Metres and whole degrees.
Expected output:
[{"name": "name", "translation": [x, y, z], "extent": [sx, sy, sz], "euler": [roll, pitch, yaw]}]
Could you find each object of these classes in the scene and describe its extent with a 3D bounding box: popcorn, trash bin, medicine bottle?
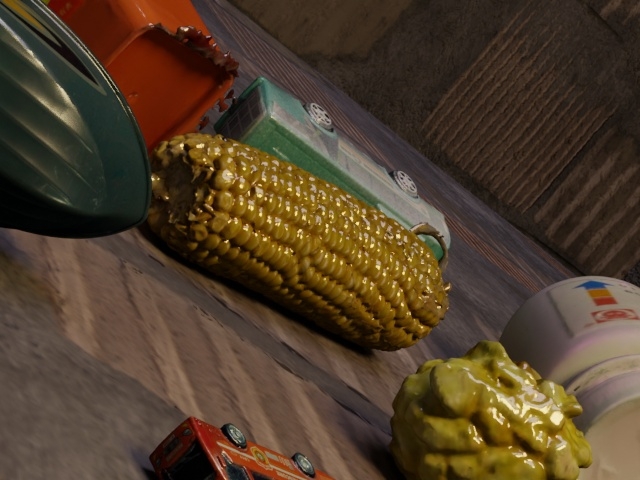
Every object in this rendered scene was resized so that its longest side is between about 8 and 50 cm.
[{"name": "popcorn", "translation": [0.101, 0.117, 0.842], "extent": [0.120, 0.116, 0.106], "euler": [-2, 2, 0]}, {"name": "trash bin", "translation": [-0.169, -0.164, 0.977], "extent": [0.239, 0.161, 0.184], "euler": [54, 15, 26]}, {"name": "medicine bottle", "translation": [0.230, 0.135, 1.069], "extent": [0.170, 0.170, 0.293], "euler": [39, 8, -6]}]

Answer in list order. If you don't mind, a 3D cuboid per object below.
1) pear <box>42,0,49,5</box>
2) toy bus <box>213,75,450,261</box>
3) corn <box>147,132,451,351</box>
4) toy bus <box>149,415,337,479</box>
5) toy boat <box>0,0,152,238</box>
[{"name": "pear", "translation": [-0.234, -0.196, 0.760], "extent": [0.187, 0.187, 0.219], "euler": [47, 9, 34]}, {"name": "toy bus", "translation": [0.016, -0.051, 1.366], "extent": [0.261, 0.091, 0.109], "euler": [35, 21, -24]}, {"name": "corn", "translation": [-0.007, 0.004, 0.970], "extent": [0.293, 0.106, 0.106], "euler": [28, 16, -49]}, {"name": "toy bus", "translation": [-0.025, 0.111, 0.606], "extent": [0.110, 0.031, 0.043], "euler": [31, 20, -46]}, {"name": "toy boat", "translation": [-0.198, -0.097, 0.632], "extent": [0.296, 0.114, 0.122], "euler": [37, 18, -17]}]
